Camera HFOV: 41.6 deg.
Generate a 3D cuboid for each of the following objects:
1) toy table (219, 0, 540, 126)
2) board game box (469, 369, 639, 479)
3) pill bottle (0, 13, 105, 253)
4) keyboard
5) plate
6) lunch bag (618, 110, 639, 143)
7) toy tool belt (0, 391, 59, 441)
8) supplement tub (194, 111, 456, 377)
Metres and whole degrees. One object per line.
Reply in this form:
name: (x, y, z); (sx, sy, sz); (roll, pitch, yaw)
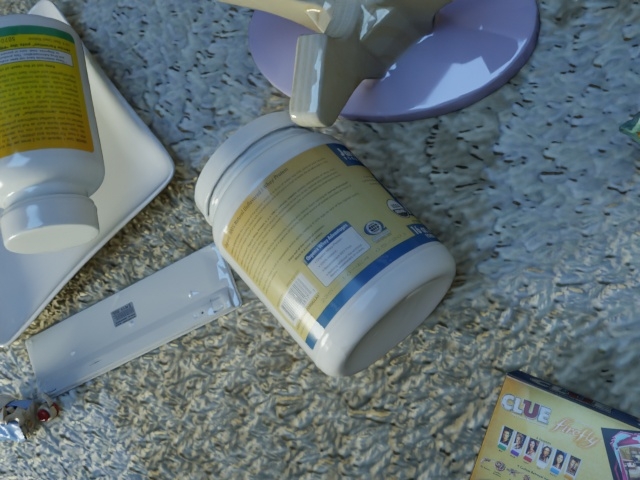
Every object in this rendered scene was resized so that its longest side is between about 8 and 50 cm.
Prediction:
toy table: (0.035, -0.208, 0.723); (0.274, 0.161, 0.252); (-8, 80, 22)
board game box: (0.232, 0.220, 0.637); (0.243, 0.042, 0.165); (21, 95, 26)
pill bottle: (-0.273, -0.099, 0.811); (0.117, 0.117, 0.208); (-18, 76, 19)
keyboard: (-0.197, 0.085, 0.862); (0.256, 0.014, 0.072); (-26, 69, 17)
plate: (-0.308, -0.074, 0.910); (0.278, 0.045, 0.277); (-44, 69, 12)
lunch bag: (0.375, -0.052, 0.565); (0.223, 0.160, 0.262); (-39, 82, 10)
toy tool belt: (-0.317, 0.190, 0.872); (0.083, 0.051, 0.052); (-7, 111, 22)
supplement tub: (0.000, 0.000, 0.717); (0.144, 0.144, 0.199); (-47, 69, 11)
